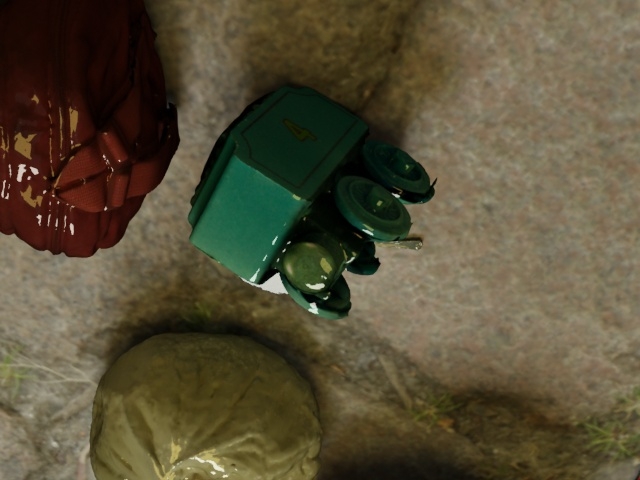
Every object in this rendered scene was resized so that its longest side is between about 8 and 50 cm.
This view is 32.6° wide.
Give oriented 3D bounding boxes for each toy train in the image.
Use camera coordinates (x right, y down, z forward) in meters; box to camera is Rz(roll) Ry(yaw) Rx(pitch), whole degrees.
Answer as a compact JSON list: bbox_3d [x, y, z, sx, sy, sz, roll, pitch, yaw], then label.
[{"bbox_3d":[-0.007,-0.033,0.819,0.154,0.198,0.107,33,120,2],"label":"toy train"}]

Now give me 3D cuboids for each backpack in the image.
[{"bbox_3d":[-0.175,-0.090,0.774,0.139,0.229,0.229,4,121,-3],"label":"backpack"}]

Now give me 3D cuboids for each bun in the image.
[{"bbox_3d":[-0.104,0.193,0.985,0.221,0.134,0.220,0,119,-1],"label":"bun"}]

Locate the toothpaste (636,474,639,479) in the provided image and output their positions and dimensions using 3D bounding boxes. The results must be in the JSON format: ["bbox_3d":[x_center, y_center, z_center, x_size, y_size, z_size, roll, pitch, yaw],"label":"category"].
[{"bbox_3d":[0.334,0.177,1.011,0.048,0.031,0.190,6,124,-4],"label":"toothpaste"}]

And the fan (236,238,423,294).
[{"bbox_3d":[0.000,0.000,0.938,0.175,0.005,0.113,2,121,2],"label":"fan"}]
